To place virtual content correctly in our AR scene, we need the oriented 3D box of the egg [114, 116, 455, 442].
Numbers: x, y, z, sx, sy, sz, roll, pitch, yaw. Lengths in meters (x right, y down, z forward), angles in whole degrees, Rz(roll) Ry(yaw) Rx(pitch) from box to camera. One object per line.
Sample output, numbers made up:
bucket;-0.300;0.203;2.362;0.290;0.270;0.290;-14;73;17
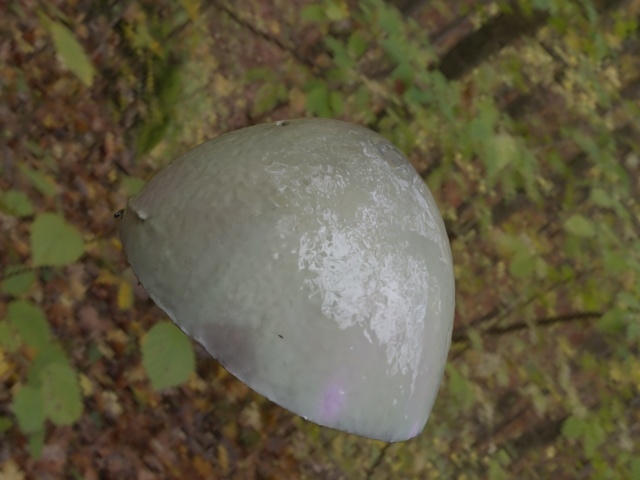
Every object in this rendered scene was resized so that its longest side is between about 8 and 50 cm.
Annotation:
egg;0.000;0.000;1.139;0.337;0.201;0.337;30;18;-11
